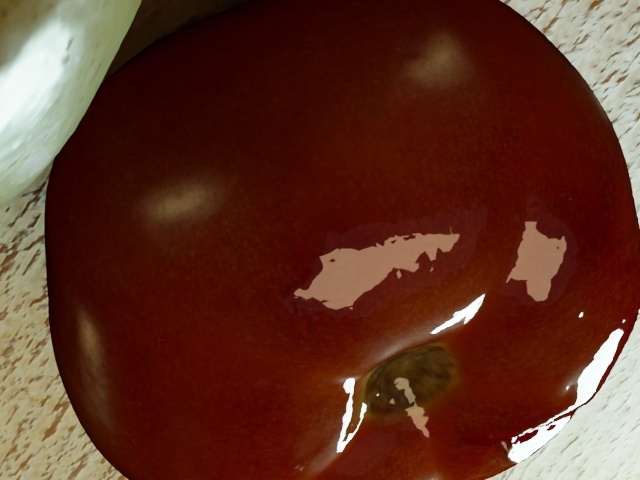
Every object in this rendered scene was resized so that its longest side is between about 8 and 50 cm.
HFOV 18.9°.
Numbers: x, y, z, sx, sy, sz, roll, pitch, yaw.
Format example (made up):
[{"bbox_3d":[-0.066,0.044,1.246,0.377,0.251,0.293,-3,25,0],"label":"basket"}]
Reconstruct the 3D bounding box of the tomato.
[{"bbox_3d":[0.000,0.000,0.937,0.298,0.226,0.298,-13,140,-11],"label":"tomato"}]

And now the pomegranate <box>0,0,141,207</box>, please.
[{"bbox_3d":[-0.211,-0.117,0.613,0.319,0.319,0.319,-19,141,-16],"label":"pomegranate"}]
